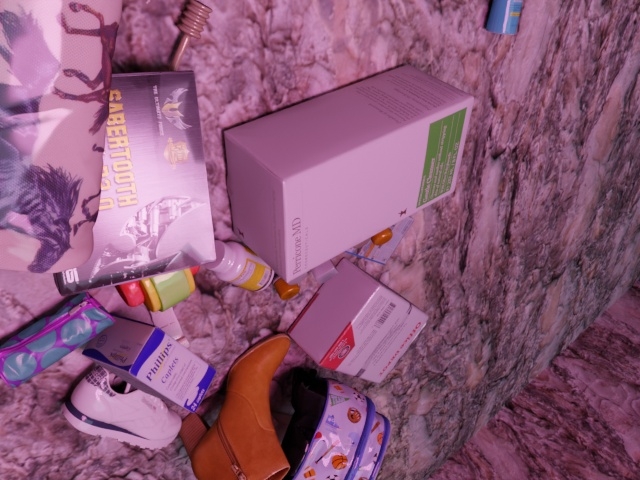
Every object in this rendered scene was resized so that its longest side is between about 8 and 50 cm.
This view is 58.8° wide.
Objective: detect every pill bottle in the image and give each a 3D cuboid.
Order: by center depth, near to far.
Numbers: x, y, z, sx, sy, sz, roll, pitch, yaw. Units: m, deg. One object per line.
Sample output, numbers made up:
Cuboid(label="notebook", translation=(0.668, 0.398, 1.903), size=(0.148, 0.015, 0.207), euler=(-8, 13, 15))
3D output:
Cuboid(label="pill bottle", translation=(-0.132, 0.039, 0.906), size=(0.065, 0.065, 0.116), euler=(-54, 143, 4))

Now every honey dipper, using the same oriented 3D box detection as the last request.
Cuboid(label="honey dipper", translation=(-0.177, -0.209, 0.682), size=(0.031, 0.030, 0.160), euler=(10, 117, -49))

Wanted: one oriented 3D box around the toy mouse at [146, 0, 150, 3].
Cuboid(label="toy mouse", translation=(-0.160, -0.333, 0.546), size=(0.161, 0.031, 0.143), euler=(-56, 175, 1))

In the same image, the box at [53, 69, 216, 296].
Cuboid(label="box", translation=(-0.224, -0.069, 0.645), size=(0.183, 0.056, 0.230), euler=(-12, 109, -28))

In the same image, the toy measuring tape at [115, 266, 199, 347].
Cuboid(label="toy measuring tape", translation=(-0.221, 0.085, 0.814), size=(0.121, 0.121, 0.329), euler=(-30, 139, -25))

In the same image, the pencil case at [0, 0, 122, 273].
Cuboid(label="pencil case", translation=(-0.248, -0.168, 0.464), size=(0.160, 0.184, 0.409), euler=(3, 110, -35))

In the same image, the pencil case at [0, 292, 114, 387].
Cuboid(label="pencil case", translation=(-0.356, 0.127, 0.751), size=(0.152, 0.064, 0.070), euler=(-35, 156, -20))

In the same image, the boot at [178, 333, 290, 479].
Cuboid(label="boot", translation=(-0.113, 0.337, 1.056), size=(0.295, 0.211, 0.104), euler=(-44, 143, -9))

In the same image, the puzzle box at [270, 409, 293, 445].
Cuboid(label="puzzle box", translation=(-0.097, 0.557, 1.393), size=(0.272, 0.052, 0.409), euler=(-50, 143, 0))

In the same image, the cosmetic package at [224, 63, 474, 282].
Cuboid(label="cosmetic package", translation=(0.047, -0.117, 0.887), size=(0.366, 0.155, 0.196), euler=(-29, 141, -27))

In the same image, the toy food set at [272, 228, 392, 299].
Cuboid(label="toy food set", translation=(0.000, 0.000, 1.012), size=(0.232, 0.104, 0.111), euler=(-32, 156, 4))

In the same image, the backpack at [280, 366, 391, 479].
Cuboid(label="backpack", translation=(0.014, 0.401, 1.123), size=(0.263, 0.213, 0.276), euler=(106, 2, -73))

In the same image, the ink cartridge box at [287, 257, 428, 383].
Cuboid(label="ink cartridge box", translation=(0.090, 0.180, 1.213), size=(0.197, 0.114, 0.273), euler=(-53, 142, 2))

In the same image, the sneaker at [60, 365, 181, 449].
Cuboid(label="sneaker", translation=(-0.297, 0.270, 0.921), size=(0.094, 0.090, 0.235), euler=(-57, 145, -7))

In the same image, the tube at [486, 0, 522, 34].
Cuboid(label="tube", translation=(0.336, -0.466, 0.981), size=(0.080, 0.052, 0.206), euler=(-26, 132, -45))

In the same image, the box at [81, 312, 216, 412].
Cuboid(label="box", translation=(-0.245, 0.176, 0.821), size=(0.137, 0.126, 0.072), euler=(50, 56, -40))

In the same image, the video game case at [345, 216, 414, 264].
Cuboid(label="video game case", translation=(0.117, -0.015, 1.158), size=(0.166, 0.015, 0.119), euler=(19, 107, -51))
